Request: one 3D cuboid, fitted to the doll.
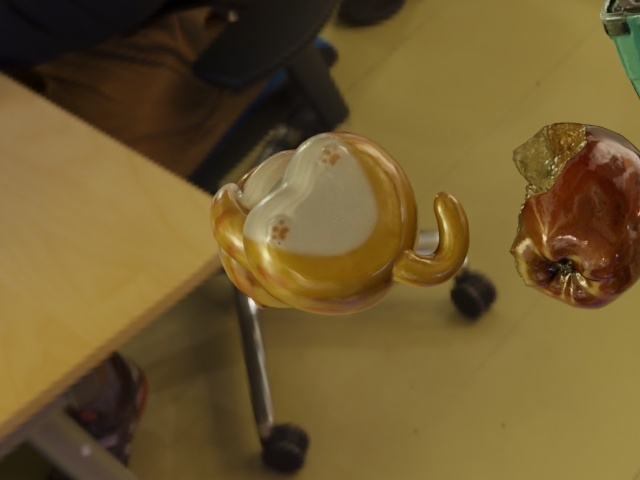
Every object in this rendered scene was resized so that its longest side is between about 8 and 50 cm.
[{"bbox_3d":[-0.008,-0.011,1.302,0.167,0.162,0.269,-48,20,-12],"label":"doll"}]

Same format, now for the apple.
[{"bbox_3d":[0.245,-0.016,1.309,0.147,0.156,0.158,12,54,-6],"label":"apple"}]

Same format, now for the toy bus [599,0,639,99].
[{"bbox_3d":[0.353,-0.160,1.051,0.256,0.147,0.128,-2,38,35],"label":"toy bus"}]
